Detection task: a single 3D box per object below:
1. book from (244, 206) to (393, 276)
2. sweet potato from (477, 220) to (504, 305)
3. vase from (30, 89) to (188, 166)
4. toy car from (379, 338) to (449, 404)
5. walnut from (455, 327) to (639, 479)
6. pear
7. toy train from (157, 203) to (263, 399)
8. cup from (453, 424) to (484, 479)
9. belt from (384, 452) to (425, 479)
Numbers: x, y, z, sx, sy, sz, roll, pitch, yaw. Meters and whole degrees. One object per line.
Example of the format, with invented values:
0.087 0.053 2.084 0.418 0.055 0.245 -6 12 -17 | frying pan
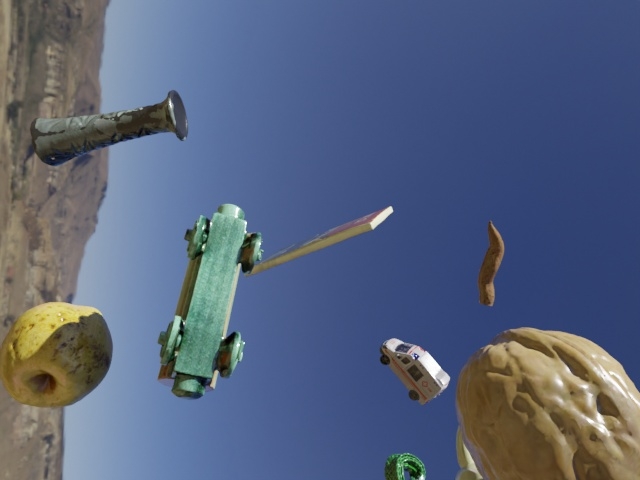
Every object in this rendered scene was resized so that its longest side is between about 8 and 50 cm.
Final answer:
0.000 0.000 1.393 0.373 0.262 0.028 -21 -86 21 | book
0.571 0.076 1.731 0.059 0.067 0.282 -22 121 -74 | sweet potato
-0.239 -0.128 0.596 0.059 0.166 0.059 -10 90 -85 | vase
0.266 0.358 1.477 0.210 0.089 0.108 49 -54 16 | toy car
0.361 0.284 0.799 0.313 0.276 0.252 64 2 22 | walnut
-0.426 0.181 0.845 0.178 0.177 0.178 -18 -110 60 | pear
-0.167 0.092 0.764 0.177 0.116 0.286 134 -33 -59 | toy train
0.359 0.453 0.971 0.173 0.201 0.256 131 -51 -81 | cup
0.268 0.754 1.670 0.079 0.151 0.121 -30 -129 42 | belt
